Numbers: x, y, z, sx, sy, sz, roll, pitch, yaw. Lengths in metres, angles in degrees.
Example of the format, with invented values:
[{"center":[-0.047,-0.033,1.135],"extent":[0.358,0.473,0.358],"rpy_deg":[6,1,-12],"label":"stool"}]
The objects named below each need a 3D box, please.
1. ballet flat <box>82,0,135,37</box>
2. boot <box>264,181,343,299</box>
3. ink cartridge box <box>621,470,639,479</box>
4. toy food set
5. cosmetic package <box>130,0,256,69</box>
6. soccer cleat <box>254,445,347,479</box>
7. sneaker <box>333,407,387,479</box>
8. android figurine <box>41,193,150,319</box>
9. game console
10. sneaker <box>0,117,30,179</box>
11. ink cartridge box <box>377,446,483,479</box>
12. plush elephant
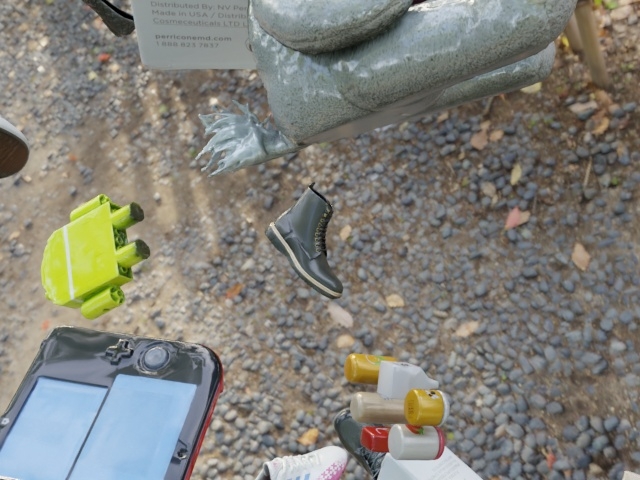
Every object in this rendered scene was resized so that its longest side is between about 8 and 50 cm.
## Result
[{"center":[-0.373,-0.412,1.195],"extent":[0.049,0.173,0.057],"rpy_deg":[-34,49,8],"label":"ballet flat"},{"center":[0.000,0.000,1.340],"extent":[0.198,0.077,0.137],"rpy_deg":[46,105,14],"label":"boot"},{"center":[0.626,0.574,1.314],"extent":[0.193,0.088,0.235],"rpy_deg":[14,67,30],"label":"ink cartridge box"},{"center":[0.114,0.207,0.886],"extent":[0.232,0.104,0.111],"rpy_deg":[176,101,-71],"label":"toy food set"},{"center":[-0.055,-0.454,0.840],"extent":[0.329,0.327,0.394],"rpy_deg":[0,64,-5],"label":"cosmetic package"},{"center":[-0.067,0.600,1.827],"extent":[0.331,0.143,0.116],"rpy_deg":[-28,20,-33],"label":"soccer cleat"},{"center":[0.114,0.407,1.319],"extent":[0.087,0.130,0.228],"rpy_deg":[-37,88,-4],"label":"sneaker"},{"center":[-0.457,0.034,1.428],"extent":[0.272,0.056,0.248],"rpy_deg":[-28,63,22],"label":"android figurine"},{"center":[-0.353,0.313,1.118],"extent":[0.341,0.060,0.387],"rpy_deg":[9,50,10],"label":"game console"},{"center":[-0.501,-0.154,0.864],"extent":[0.106,0.290,0.123],"rpy_deg":[-54,51,22],"label":"sneaker"},{"center":[0.215,0.495,0.974],"extent":[0.091,0.308,0.385],"rpy_deg":[-20,45,-37],"label":"ink cartridge box"},{"center":[0.014,-0.218,0.575],"extent":[0.329,0.272,0.256],"rpy_deg":[-16,91,23],"label":"plush elephant"}]
